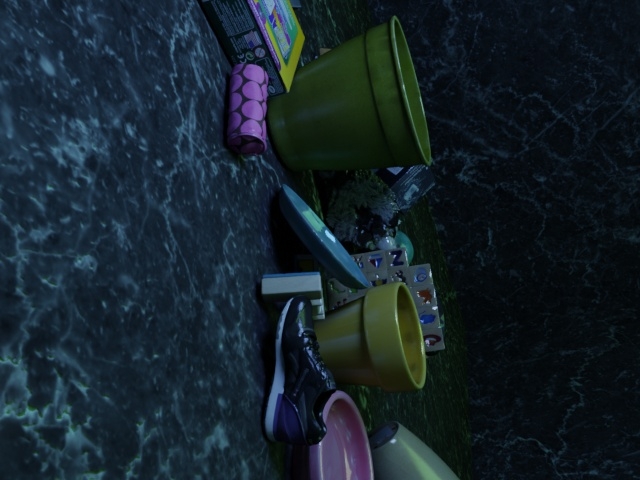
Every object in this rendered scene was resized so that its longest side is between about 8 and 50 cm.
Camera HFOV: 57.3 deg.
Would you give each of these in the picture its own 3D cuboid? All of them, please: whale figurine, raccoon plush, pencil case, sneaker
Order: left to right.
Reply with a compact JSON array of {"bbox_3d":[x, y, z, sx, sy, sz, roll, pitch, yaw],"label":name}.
[{"bbox_3d":[-0.151,-0.277,1.255,0.098,0.095,0.209,86,5,-60],"label":"pencil case"},{"bbox_3d":[-0.020,0.249,1.135,0.107,0.124,0.283,34,59,-61],"label":"sneaker"},{"bbox_3d":[0.128,-0.156,1.820,0.299,0.216,0.447,-20,97,-79],"label":"raccoon plush"},{"bbox_3d":[0.244,0.095,2.007,0.216,0.141,0.272,142,-47,-76],"label":"whale figurine"}]

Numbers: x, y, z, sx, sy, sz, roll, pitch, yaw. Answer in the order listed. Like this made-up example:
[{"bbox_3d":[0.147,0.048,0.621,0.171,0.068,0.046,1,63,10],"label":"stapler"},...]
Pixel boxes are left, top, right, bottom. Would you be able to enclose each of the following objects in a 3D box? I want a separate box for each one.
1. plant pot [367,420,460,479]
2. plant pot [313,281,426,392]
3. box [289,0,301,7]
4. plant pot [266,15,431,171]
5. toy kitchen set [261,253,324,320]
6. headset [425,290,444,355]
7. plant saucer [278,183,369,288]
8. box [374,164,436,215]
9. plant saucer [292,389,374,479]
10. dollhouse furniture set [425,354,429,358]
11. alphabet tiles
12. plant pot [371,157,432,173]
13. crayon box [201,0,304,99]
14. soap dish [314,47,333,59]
[{"bbox_3d":[0.222,0.625,1.540,0.274,0.256,0.256,58,21,-4],"label":"plant pot"},{"bbox_3d":[0.106,0.244,1.407,0.254,0.238,0.254,-13,90,-72],"label":"plant pot"},{"bbox_3d":[-0.134,-0.742,1.647,0.233,0.059,0.184,-52,128,-66],"label":"box"},{"bbox_3d":[0.065,-0.326,1.481,0.366,0.352,0.367,-12,90,-72],"label":"plant pot"},{"bbox_3d":[-0.058,0.078,1.296,0.207,0.122,0.166,85,2,-63],"label":"toy kitchen set"},{"bbox_3d":[0.402,0.275,2.240,0.394,0.185,0.244,-117,-150,-64],"label":"headset"},{"bbox_3d":[0.000,0.000,1.388,0.318,0.043,0.317,49,6,-7],"label":"plant saucer"},{"bbox_3d":[0.267,-0.192,1.852,0.093,0.156,0.158,43,-5,38],"label":"box"},{"bbox_3d":[0.028,0.496,1.259,0.332,0.084,0.332,-12,90,-71],"label":"plant saucer"},{"bbox_3d":[0.283,0.349,2.012,0.183,0.128,0.129,31,49,-65],"label":"dollhouse furniture set"},{"bbox_3d":[0.165,0.192,1.541,0.011,0.285,0.343,55,27,-69],"label":"alphabet tiles"},{"bbox_3d":[0.231,-0.221,2.071,0.293,0.293,0.196,-51,152,-67],"label":"plant pot"},{"bbox_3d":[-0.166,-0.560,1.368,0.313,0.106,0.363,-83,153,-48],"label":"crayon box"},{"bbox_3d":[0.088,-0.506,2.038,0.229,0.118,0.291,1,75,-70],"label":"soap dish"}]
